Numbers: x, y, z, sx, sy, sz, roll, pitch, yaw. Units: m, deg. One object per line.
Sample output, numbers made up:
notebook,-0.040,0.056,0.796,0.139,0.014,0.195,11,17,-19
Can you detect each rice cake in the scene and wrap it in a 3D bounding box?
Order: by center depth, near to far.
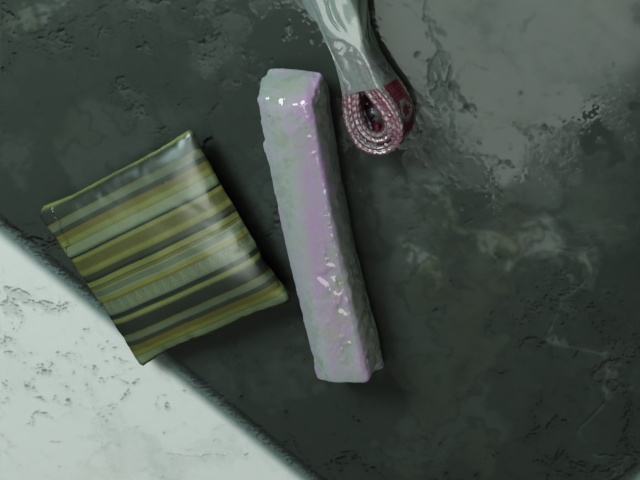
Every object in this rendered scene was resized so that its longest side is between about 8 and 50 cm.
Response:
rice cake,0.000,0.000,1.093,0.073,0.056,0.364,1,115,27

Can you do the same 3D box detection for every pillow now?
pillow,-0.166,0.014,1.136,0.208,0.052,0.212,-24,105,21

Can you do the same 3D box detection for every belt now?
belt,0.028,-0.192,1.011,0.071,0.053,0.232,-17,109,26
